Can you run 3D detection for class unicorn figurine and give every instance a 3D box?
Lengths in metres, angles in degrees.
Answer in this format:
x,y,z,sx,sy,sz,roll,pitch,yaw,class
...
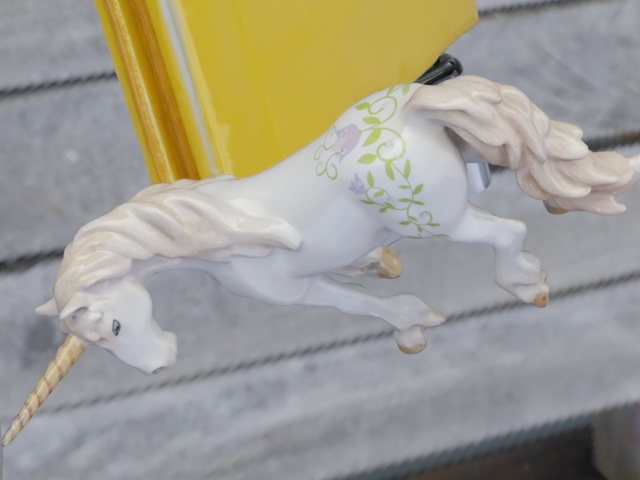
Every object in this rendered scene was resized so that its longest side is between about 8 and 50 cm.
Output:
x,y,z,sx,sy,sz,roll,pitch,yaw,class
0.000,0.000,0.523,0.111,0.060,0.162,23,126,-40,unicorn figurine

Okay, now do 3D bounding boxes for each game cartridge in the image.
x,y,z,sx,sy,sz,roll,pitch,yaw,class
-0.024,-0.192,1.000,0.324,0.052,0.285,-45,124,-55,game cartridge

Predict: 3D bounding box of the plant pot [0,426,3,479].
x,y,z,sx,sy,sz,roll,pitch,yaw,class
-0.223,0.120,0.395,0.323,0.280,0.323,-5,116,-10,plant pot

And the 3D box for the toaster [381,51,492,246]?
x,y,z,sx,sy,sz,roll,pitch,yaw,class
0.017,-0.076,1.376,0.185,0.168,0.110,-30,119,-20,toaster
